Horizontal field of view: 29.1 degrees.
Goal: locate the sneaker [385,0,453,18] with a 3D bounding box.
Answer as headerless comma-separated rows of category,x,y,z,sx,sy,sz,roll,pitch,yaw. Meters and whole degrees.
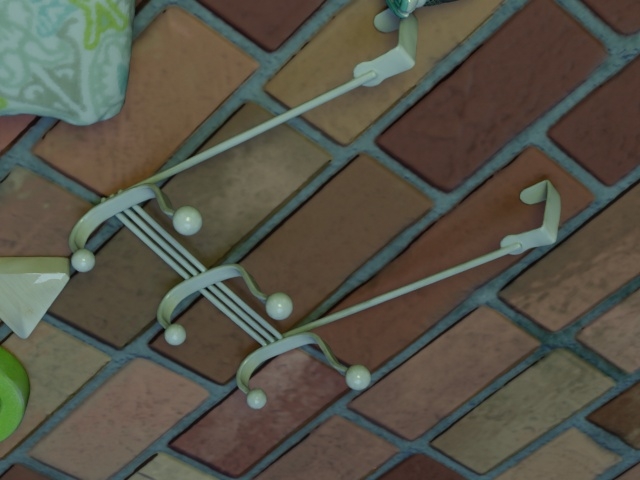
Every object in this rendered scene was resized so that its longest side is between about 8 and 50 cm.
sneaker,0.088,-0.227,0.812,0.076,0.065,0.166,-9,137,-21

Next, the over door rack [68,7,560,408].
over door rack,0.000,0.000,0.958,0.324,0.108,0.239,-31,128,19

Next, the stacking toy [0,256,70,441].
stacking toy,-0.364,0.108,0.993,0.280,0.130,0.309,16,128,-19

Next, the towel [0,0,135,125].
towel,-0.294,-0.227,0.742,0.375,0.090,0.320,4,133,-10
